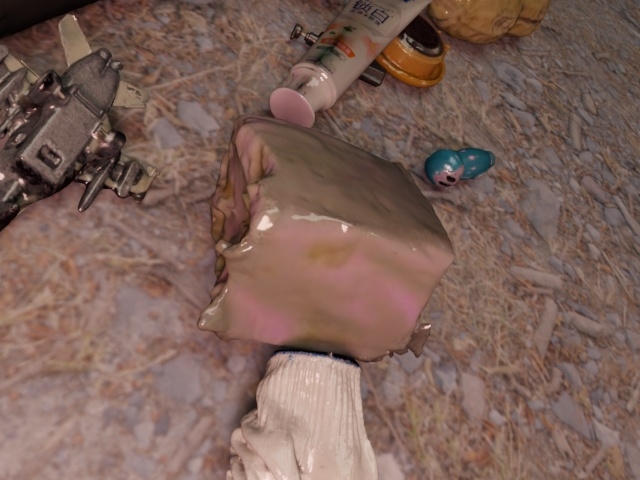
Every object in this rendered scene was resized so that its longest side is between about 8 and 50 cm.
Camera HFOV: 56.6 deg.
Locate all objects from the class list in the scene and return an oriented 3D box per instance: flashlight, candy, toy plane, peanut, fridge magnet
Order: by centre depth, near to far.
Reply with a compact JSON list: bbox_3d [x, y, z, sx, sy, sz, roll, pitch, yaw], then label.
[{"bbox_3d":[-0.225,-0.064,0.476,0.192,0.088,0.262,45,44,-36],"label":"toy plane"},{"bbox_3d":[0.000,0.000,0.510,0.195,0.137,0.185,15,33,-22],"label":"candy"},{"bbox_3d":[0.188,-0.103,0.785,0.129,0.051,0.051,-19,70,-42],"label":"flashlight"},{"bbox_3d":[0.126,-0.284,0.864,0.143,0.063,0.143,17,53,-24],"label":"fridge magnet"},{"bbox_3d":[0.299,-0.407,1.017,0.290,0.130,0.130,-22,72,-39],"label":"peanut"}]

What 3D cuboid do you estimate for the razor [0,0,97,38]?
[{"bbox_3d":[-0.293,-0.302,0.586,0.189,0.107,0.327,44,46,1],"label":"razor"}]

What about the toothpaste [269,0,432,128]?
[{"bbox_3d":[0.043,-0.255,0.760,0.100,0.066,0.323,28,55,9],"label":"toothpaste"}]

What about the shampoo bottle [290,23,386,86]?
[{"bbox_3d":[0.025,-0.251,0.801,0.137,0.027,0.048,25,49,-14],"label":"shampoo bottle"}]

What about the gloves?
[{"bbox_3d":[-0.010,0.188,0.424,0.119,0.097,0.229,8,53,-8],"label":"gloves"}]
